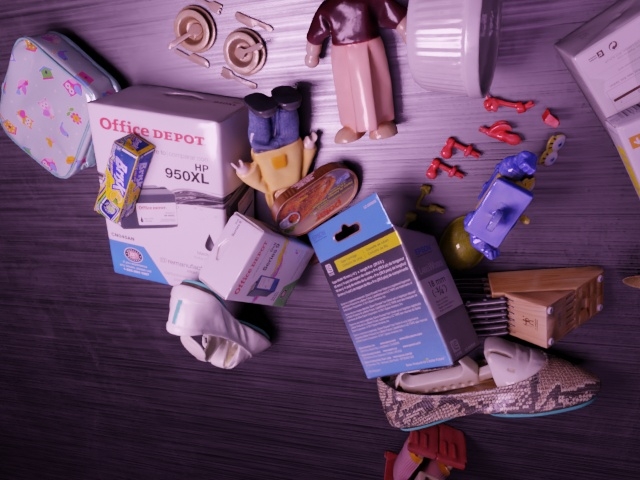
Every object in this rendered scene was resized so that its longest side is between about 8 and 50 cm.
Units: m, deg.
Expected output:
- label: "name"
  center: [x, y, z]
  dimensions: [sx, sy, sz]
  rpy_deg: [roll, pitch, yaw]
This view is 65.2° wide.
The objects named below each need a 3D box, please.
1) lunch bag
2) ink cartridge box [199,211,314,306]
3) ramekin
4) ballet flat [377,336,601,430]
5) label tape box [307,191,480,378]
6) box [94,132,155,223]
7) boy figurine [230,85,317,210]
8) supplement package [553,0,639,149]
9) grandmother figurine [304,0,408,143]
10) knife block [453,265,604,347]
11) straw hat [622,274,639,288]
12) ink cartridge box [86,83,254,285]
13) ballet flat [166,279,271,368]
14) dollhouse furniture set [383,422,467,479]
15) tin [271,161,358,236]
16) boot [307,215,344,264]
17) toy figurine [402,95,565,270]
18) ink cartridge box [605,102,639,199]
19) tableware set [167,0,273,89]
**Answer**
- label: "lunch bag"
  center: [-0.559, -0.280, 1.083]
  dimensions: [0.224, 0.107, 0.279]
  rpy_deg: [39, 128, -6]
- label: "ink cartridge box"
  center: [-0.125, 0.046, 1.038]
  dimensions: [0.093, 0.212, 0.154]
  rpy_deg: [32, 94, 31]
- label: "ramekin"
  center: [0.207, -0.326, 0.768]
  dimensions: [0.109, 0.207, 0.207]
  rpy_deg: [9, 120, 24]
- label: "ballet flat"
  center: [0.335, 0.306, 1.106]
  dimensions: [0.483, 0.164, 0.181]
  rpy_deg: [-20, 101, 30]
- label: "label tape box"
  center: [0.135, 0.089, 0.996]
  dimensions: [0.241, 0.106, 0.333]
  rpy_deg: [-29, 81, 50]
- label: "box"
  center: [-0.375, -0.117, 0.955]
  dimensions: [0.054, 0.059, 0.168]
  rpy_deg: [32, 123, 0]
- label: "boy figurine"
  center: [-0.088, -0.153, 0.989]
  dimensions: [0.178, 0.092, 0.285]
  rpy_deg: [-19, 134, -19]
- label: "supplement package"
  center: [0.512, -0.213, 0.738]
  dimensions: [0.175, 0.177, 0.292]
  rpy_deg: [-32, 105, 27]
- label: "grandmother figurine"
  center: [0.064, -0.346, 0.862]
  dimensions: [0.208, 0.104, 0.342]
  rpy_deg: [-8, 118, 12]
- label: "knife block"
  center: [0.385, 0.112, 1.005]
  dimensions: [0.242, 0.276, 0.088]
  rpy_deg: [21, 126, 54]
- label: "straw hat"
  center: [0.637, 0.053, 0.912]
  dimensions: [0.145, 0.144, 0.061]
  rpy_deg: [9, 79, 13]
- label: "ink cartridge box"
  center: [-0.302, -0.105, 1.071]
  dimensions: [0.286, 0.166, 0.394]
  rpy_deg: [11, 120, 12]
- label: "ballet flat"
  center: [-0.234, 0.219, 1.140]
  dimensions: [0.139, 0.139, 0.400]
  rpy_deg: [1, 153, 17]
- label: "dollhouse furniture set"
  center: [0.239, 0.625, 1.180]
  dimensions: [0.152, 0.374, 0.201]
  rpy_deg: [20, 121, 1]
- label: "tin"
  center: [-0.012, -0.083, 1.008]
  dimensions: [0.190, 0.040, 0.106]
  rpy_deg: [-34, 134, -3]
- label: "boot"
  center: [0.000, 0.000, 1.112]
  dimensions: [0.114, 0.037, 0.106]
  rpy_deg: [-16, 110, 30]
- label: "toy figurine"
  center: [0.271, -0.061, 0.879]
  dimensions: [0.191, 0.217, 0.362]
  rpy_deg: [28, 122, 2]
- label: "ink cartridge box"
  center: [0.585, -0.095, 0.641]
  dimensions: [0.304, 0.072, 0.307]
  rpy_deg: [-26, 111, 23]
- label: "tableware set"
  center: [-0.199, -0.380, 0.961]
  dimensions: [0.194, 0.039, 0.128]
  rpy_deg: [25, 123, 4]
